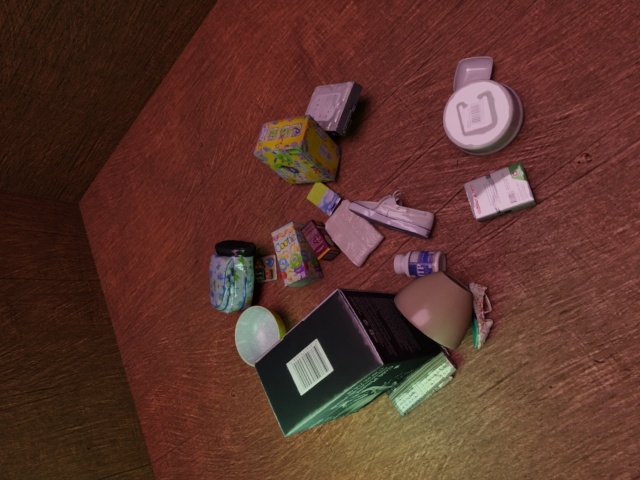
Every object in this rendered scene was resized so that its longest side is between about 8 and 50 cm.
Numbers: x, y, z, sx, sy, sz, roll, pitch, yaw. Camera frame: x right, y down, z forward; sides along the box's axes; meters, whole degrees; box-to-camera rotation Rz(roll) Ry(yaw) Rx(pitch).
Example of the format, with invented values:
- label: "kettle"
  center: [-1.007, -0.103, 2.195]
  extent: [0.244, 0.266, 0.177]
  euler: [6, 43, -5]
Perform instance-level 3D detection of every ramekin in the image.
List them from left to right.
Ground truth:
- label: "ramekin"
  center: [0.596, -0.461, 1.535]
  extent: [0.276, 0.135, 0.278]
  euler: [5, 99, 33]

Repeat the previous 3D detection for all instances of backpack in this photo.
- label: "backpack"
  center: [-0.458, 0.199, 2.146]
  extent: [0.290, 0.273, 0.356]
  euler: [11, 115, 50]

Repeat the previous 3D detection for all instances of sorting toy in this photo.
- label: "sorting toy"
  center: [-0.299, 0.150, 2.161]
  extent: [0.274, 0.046, 0.133]
  euler: [-13, 76, 33]

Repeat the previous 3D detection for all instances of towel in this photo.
- label: "towel"
  center: [0.146, -0.040, 1.877]
  extent: [0.187, 0.049, 0.282]
  euler: [-52, 59, 19]
- label: "towel"
  center: [0.353, 0.489, 1.668]
  extent: [0.324, 0.056, 0.312]
  euler: [-50, 57, 21]

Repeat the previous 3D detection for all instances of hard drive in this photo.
- label: "hard drive"
  center: [0.039, -0.618, 1.944]
  extent: [0.338, 0.064, 0.237]
  euler: [26, 95, 55]

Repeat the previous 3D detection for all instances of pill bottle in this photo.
- label: "pill bottle"
  center: [0.396, 0.097, 1.644]
  extent: [0.186, 0.112, 0.112]
  euler: [-1, 83, 35]

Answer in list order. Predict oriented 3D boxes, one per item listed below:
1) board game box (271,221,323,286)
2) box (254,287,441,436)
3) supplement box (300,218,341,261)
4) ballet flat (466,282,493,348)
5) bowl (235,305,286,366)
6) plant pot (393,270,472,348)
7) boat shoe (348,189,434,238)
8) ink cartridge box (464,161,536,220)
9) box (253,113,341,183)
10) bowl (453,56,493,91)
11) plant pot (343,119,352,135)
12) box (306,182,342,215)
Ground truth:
- label: "board game box"
  center: [-0.113, 0.071, 1.984]
  extent: [0.144, 0.142, 0.276]
  euler: [-26, 69, 29]
- label: "box"
  center: [0.107, 0.437, 1.532]
  extent: [0.480, 0.471, 0.298]
  euler: [-45, 60, 23]
- label: "supplement box"
  center: [0.000, 0.000, 1.938]
  extent: [0.081, 0.104, 0.188]
  euler: [-43, 62, 22]
- label: "ballet flat"
  center: [0.590, 0.273, 1.509]
  extent: [0.077, 0.091, 0.241]
  euler: [-6, 84, 9]
- label: "bowl"
  center: [-0.266, 0.464, 2.027]
  extent: [0.289, 0.156, 0.290]
  euler: [-5, 81, 34]
- label: "plant pot"
  center: [0.437, 0.223, 1.495]
  extent: [0.284, 0.284, 0.191]
  euler: [42, 106, 31]
- label: "boat shoe"
  center: [0.302, -0.135, 1.726]
  extent: [0.366, 0.135, 0.157]
  euler: [20, 85, 27]
- label: "ink cartridge box"
  center: [0.658, -0.172, 1.514]
  extent: [0.208, 0.086, 0.153]
  euler: [-20, 73, 30]
- label: "box"
  center: [-0.103, -0.414, 1.933]
  extent: [0.278, 0.290, 0.177]
  euler: [1, 69, 34]
- label: "bowl"
  center: [0.610, -0.649, 1.634]
  extent: [0.141, 0.053, 0.142]
  euler: [12, 91, 35]
- label: "plant pot"
  center: [0.084, -0.564, 1.975]
  extent: [0.083, 0.081, 0.082]
  euler: [38, 105, 43]
- label: "box"
  center: [0.023, -0.202, 1.987]
  extent: [0.178, 0.042, 0.109]
  euler: [41, 106, 32]
